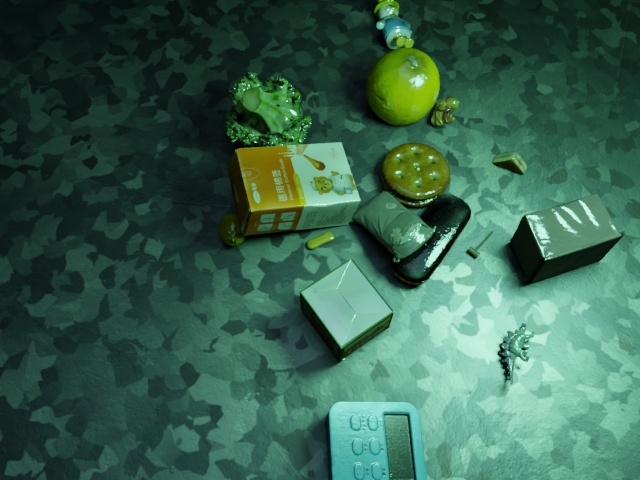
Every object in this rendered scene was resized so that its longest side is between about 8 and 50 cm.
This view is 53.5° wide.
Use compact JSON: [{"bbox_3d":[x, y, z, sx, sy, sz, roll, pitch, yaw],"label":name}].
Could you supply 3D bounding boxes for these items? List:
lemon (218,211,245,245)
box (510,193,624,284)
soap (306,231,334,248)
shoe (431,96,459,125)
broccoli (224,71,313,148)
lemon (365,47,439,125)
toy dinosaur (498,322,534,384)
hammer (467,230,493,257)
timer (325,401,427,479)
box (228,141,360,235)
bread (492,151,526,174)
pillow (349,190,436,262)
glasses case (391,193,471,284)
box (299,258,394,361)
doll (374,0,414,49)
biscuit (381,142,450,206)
[{"bbox_3d":[-0.260,-0.035,1.872,0.082,0.082,0.110,-10,59,-7],"label":"lemon"},{"bbox_3d":[0.698,-0.004,1.832,0.252,0.188,0.153,-16,65,-8],"label":"box"},{"bbox_3d":[0.000,0.000,1.900,0.089,0.012,0.034,-24,66,-14],"label":"soap"},{"bbox_3d":[0.415,-0.422,2.100,0.069,0.072,0.109,12,49,48],"label":"shoe"},{"bbox_3d":[-0.172,-0.385,1.980,0.288,0.235,0.260,23,30,19],"label":"broccoli"},{"bbox_3d":[0.270,-0.510,2.055,0.240,0.219,0.240,3,64,-5],"label":"lemon"},{"bbox_3d":[0.533,0.308,1.745,0.082,0.039,0.209,17,53,10],"label":"toy dinosaur"},{"bbox_3d":[0.487,0.006,1.912,0.035,0.019,0.110,40,66,16],"label":"hammer"},{"bbox_3d":[0.142,0.523,1.600,0.250,0.091,0.232,-1,62,-7],"label":"timer"},{"bbox_3d":[-0.084,-0.154,1.868,0.341,0.143,0.225,-7,63,-18],"label":"box"},{"bbox_3d":[0.608,-0.255,2.025,0.109,0.062,0.043,21,65,12],"label":"bread"},{"bbox_3d":[0.206,-0.051,1.858,0.169,0.059,0.255,-40,49,-9],"label":"pillow"},{"bbox_3d":[0.328,-0.007,1.875,0.122,0.082,0.321,32,67,16],"label":"glasses case"},{"bbox_3d":[0.068,0.192,1.730,0.177,0.148,0.195,-33,69,-14],"label":"box"},{"bbox_3d":[0.254,-0.772,2.256,0.135,0.099,0.241,-14,66,-3],"label":"doll"},{"bbox_3d":[0.297,-0.208,1.988,0.220,0.066,0.220,2,60,-3],"label":"biscuit"}]
